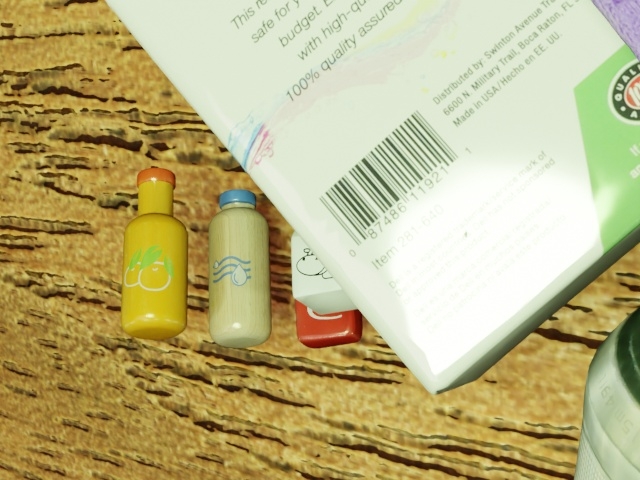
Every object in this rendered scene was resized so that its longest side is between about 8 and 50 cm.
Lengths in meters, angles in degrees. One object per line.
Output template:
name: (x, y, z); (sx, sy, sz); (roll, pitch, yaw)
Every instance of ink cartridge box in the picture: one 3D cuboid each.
ink cartridge box: (0.050, -0.096, 0.566); (0.201, 0.117, 0.278); (-42, 77, 8)

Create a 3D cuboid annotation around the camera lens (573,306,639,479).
camera lens: (0.218, 0.167, 0.519); (0.219, 0.219, 0.274); (19, 120, 34)

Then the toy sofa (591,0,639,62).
toy sofa: (0.169, -0.122, 0.383); (0.177, 0.150, 0.362); (-37, 73, 10)

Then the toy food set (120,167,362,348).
toy food set: (0.000, 0.000, 0.701); (0.232, 0.111, 0.104); (-11, 68, 21)
